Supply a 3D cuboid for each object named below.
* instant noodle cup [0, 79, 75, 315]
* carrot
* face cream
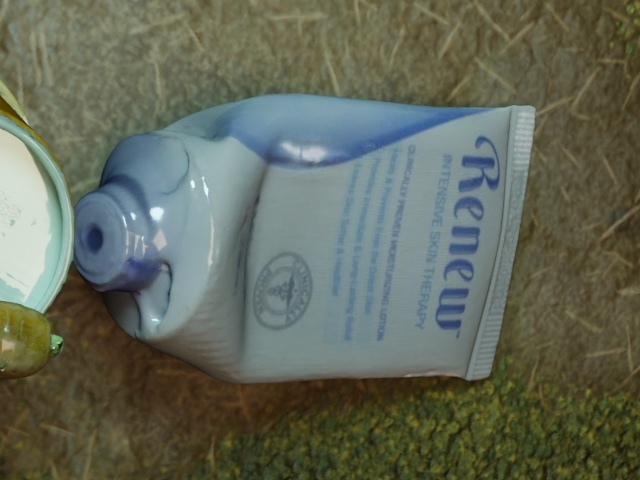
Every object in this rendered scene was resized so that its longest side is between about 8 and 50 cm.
[{"bbox_3d":[-0.258,-0.018,1.024,0.215,0.172,0.216,-6,105,-26],"label":"instant noodle cup"},{"bbox_3d":[-0.266,0.037,0.910,0.254,0.049,0.049,16,94,-26],"label":"carrot"},{"bbox_3d":[0.000,0.000,1.226,0.420,0.137,0.235,1,100,-41],"label":"face cream"}]
